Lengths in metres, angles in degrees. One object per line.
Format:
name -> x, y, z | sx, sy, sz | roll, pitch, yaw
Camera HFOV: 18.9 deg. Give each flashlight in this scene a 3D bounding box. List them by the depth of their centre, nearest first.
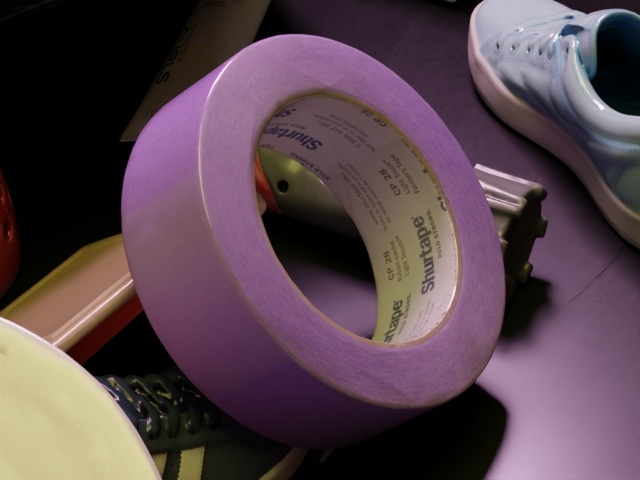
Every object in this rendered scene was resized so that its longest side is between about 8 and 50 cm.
flashlight -> 0.030, -0.050, 1.516 | 0.304, 0.103, 0.103 | 17, 39, 27

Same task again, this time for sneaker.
sneaker -> -0.145, 0.130, 1.253 | 0.350, 0.148, 0.131 | -28, 43, -29
sneaker -> 0.234, -0.144, 1.578 | 0.135, 0.150, 0.366 | -18, 39, -19

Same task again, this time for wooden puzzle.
wooden puzzle -> -0.174, 0.047, 1.384 | 0.239, 0.044, 0.221 | -35, 12, -37

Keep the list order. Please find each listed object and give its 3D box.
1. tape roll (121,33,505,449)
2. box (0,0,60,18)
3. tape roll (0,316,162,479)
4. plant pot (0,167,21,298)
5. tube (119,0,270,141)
tape roll -> 0.000, 0.000, 1.317 | 0.090, 0.275, 0.275 | -29, 17, 42
box -> -0.245, -0.351, 1.621 | 0.480, 0.297, 0.472 | -20, 5, -19
tape roll -> -0.261, 0.217, 1.077 | 0.392, 0.072, 0.392 | -1, 65, 2
plant pot -> -0.335, -0.039, 1.478 | 0.191, 0.174, 0.191 | -2, 39, 1
tube -> -0.100, -0.163, 1.714 | 0.062, 0.070, 0.240 | 36, 42, -14
